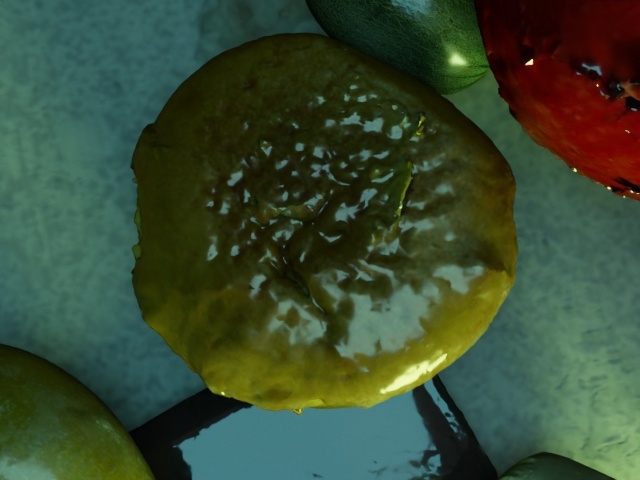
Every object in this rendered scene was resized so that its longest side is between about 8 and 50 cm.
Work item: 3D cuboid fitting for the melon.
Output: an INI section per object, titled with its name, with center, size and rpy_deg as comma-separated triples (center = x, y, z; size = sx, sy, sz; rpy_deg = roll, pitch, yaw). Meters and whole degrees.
[melon]
center = 0.053, -0.171, 0.995
size = 0.167, 0.114, 0.114
rpy_deg = 39, 91, -3

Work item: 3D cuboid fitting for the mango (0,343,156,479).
[mango]
center = -0.173, 0.200, 0.975
size = 0.316, 0.146, 0.193
rpy_deg = 43, 133, 3

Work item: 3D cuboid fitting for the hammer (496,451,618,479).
[hammer]
center = 0.177, 0.326, 0.993
size = 0.206, 0.119, 0.336
rpy_deg = 24, 110, 39

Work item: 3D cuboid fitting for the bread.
[bread]
center = 0.000, 0.000, 0.965
size = 0.268, 0.146, 0.268
rpy_deg = -3, 76, 10

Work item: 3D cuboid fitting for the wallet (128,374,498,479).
[wallet]
center = -0.006, 0.162, 1.036
size = 0.229, 0.049, 0.182
rpy_deg = -32, 90, -1

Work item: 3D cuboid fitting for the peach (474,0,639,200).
[peach]
center = 0.271, -0.167, 0.877
size = 0.370, 0.370, 0.370
rpy_deg = 0, 91, 1
